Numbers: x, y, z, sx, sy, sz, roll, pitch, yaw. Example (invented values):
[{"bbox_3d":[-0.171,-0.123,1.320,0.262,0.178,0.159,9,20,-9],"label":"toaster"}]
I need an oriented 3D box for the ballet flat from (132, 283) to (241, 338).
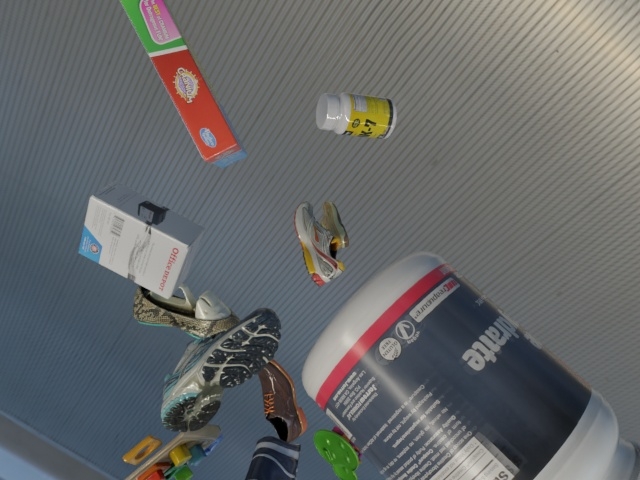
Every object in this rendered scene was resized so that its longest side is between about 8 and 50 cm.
[{"bbox_3d":[-0.470,0.247,1.827,0.483,0.164,0.181,11,108,20],"label":"ballet flat"}]

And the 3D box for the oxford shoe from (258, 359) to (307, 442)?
[{"bbox_3d":[-0.130,0.479,1.537,0.097,0.098,0.271,-27,90,34],"label":"oxford shoe"}]

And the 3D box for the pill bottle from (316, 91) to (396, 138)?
[{"bbox_3d":[0.100,-0.358,1.460,0.209,0.119,0.119,1,127,-20],"label":"pill bottle"}]

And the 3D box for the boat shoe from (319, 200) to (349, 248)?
[{"bbox_3d":[0.022,-0.046,1.441,0.072,0.190,0.068,-15,128,-5],"label":"boat shoe"}]

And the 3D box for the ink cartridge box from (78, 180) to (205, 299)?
[{"bbox_3d":[-0.530,0.000,1.520,0.308,0.129,0.223,28,121,-1],"label":"ink cartridge box"}]

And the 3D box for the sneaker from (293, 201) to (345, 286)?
[{"bbox_3d":[0.000,0.000,1.252,0.093,0.225,0.088,-23,153,9],"label":"sneaker"}]

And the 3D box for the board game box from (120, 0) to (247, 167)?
[{"bbox_3d":[-0.245,-0.295,0.957,0.064,0.242,0.316,-27,97,-1],"label":"board game box"}]

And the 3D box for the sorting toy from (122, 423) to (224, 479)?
[{"bbox_3d":[-0.311,0.476,1.090,0.196,0.347,0.047,-43,65,-5],"label":"sorting toy"}]

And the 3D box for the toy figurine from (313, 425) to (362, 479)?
[{"bbox_3d":[0.087,0.500,1.310,0.130,0.159,0.173,-6,113,40],"label":"toy figurine"}]

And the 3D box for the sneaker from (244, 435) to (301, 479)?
[{"bbox_3d":[-0.079,0.526,1.066,0.099,0.153,0.282,-6,127,16],"label":"sneaker"}]

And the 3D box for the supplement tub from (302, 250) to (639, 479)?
[{"bbox_3d":[0.134,0.159,0.473,0.272,0.191,0.191,43,127,19],"label":"supplement tub"}]

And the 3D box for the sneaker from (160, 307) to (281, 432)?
[{"bbox_3d":[-0.190,0.203,0.901,0.283,0.122,0.110,-44,132,12],"label":"sneaker"}]
